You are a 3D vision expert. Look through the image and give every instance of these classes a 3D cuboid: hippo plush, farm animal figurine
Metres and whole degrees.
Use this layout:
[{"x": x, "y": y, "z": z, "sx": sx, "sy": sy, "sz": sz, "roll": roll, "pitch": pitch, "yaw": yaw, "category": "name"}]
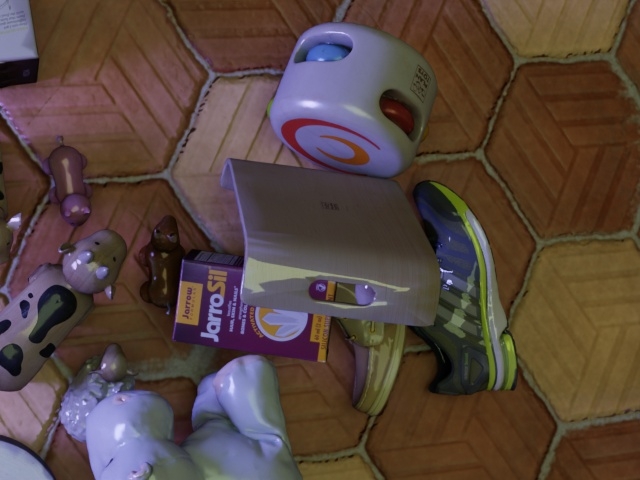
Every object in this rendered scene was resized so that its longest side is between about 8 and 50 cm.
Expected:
[{"x": -0.158, "y": 0.285, "z": 1.423, "sx": 0.236, "sy": 0.234, "sz": 0.294, "roll": -3, "pitch": 52, "yaw": -29, "category": "hippo plush"}, {"x": -0.321, "y": 0.040, "z": 1.455, "sx": 0.330, "sy": 0.172, "sz": 0.327, "roll": 27, "pitch": 81, "yaw": -12, "category": "farm animal figurine"}]

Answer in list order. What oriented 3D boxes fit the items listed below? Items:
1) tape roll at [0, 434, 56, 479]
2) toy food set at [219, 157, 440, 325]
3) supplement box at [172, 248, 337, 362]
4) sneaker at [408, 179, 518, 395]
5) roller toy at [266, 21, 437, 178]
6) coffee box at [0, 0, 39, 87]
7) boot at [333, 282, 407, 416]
[{"x": -0.414, "y": 0.341, "z": 1.466, "sx": 0.219, "sy": 0.072, "sz": 0.219, "roll": 1, "pitch": 86, "yaw": -15, "category": "tape roll"}, {"x": 0.000, "y": 0.000, "z": 1.441, "sx": 0.219, "sy": 0.306, "sz": 0.092, "roll": 7, "pitch": 114, "yaw": -13, "category": "toy food set"}, {"x": -0.077, "y": 0.078, "z": 1.489, "sx": 0.188, "sy": 0.081, "sz": 0.104, "roll": 8, "pitch": 98, "yaw": 1, "category": "supplement box"}, {"x": 0.167, "y": 0.068, "z": 1.618, "sx": 0.121, "sy": 0.111, "sz": 0.300, "roll": -16, "pitch": 89, "yaw": -11, "category": "sneaker"}, {"x": 0.047, "y": -0.178, "z": 1.549, "sx": 0.209, "sy": 0.191, "sz": 0.146, "roll": 21, "pitch": 72, "yaw": -2, "category": "roller toy"}, {"x": -0.416, "y": -0.336, "z": 1.457, "sx": 0.118, "sy": 0.168, "sz": 0.297, "roll": -9, "pitch": 89, "yaw": -15, "category": "coffee box"}, {"x": 0.009, "y": 0.084, "z": 1.578, "sx": 0.203, "sy": 0.095, "sz": 0.262, "roll": 10, "pitch": 82, "yaw": -14, "category": "boot"}]
